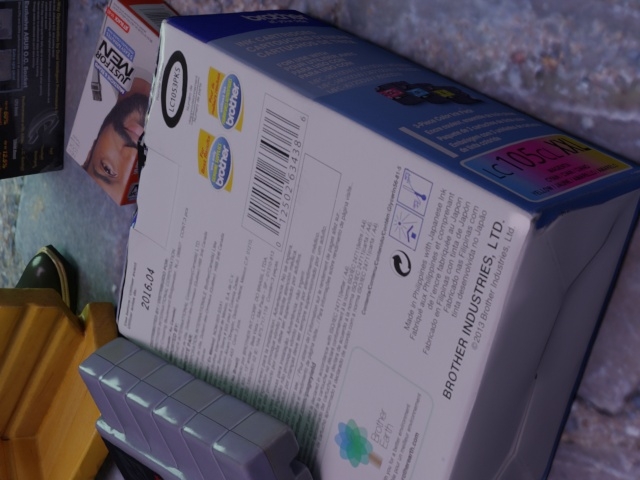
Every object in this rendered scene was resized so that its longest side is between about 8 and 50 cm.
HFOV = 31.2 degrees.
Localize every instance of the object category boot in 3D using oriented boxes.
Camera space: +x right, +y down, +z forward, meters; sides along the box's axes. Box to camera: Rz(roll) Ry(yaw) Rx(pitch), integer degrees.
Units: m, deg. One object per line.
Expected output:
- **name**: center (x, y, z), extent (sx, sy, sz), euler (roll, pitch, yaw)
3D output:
- **boot**: center (-0.340, 0.101, 1.192), extent (0.077, 0.137, 0.198), euler (41, 125, 29)

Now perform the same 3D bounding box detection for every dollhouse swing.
- **dollhouse swing**: center (-0.354, 0.259, 1.048), extent (0.315, 0.346, 0.305), euler (-57, 44, 36)

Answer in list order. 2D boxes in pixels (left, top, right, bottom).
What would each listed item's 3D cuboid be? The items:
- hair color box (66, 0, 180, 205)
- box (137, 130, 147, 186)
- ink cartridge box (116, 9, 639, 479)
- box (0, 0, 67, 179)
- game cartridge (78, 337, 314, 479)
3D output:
- **hair color box**: center (-0.166, -0.126, 1.031), extent (0.093, 0.053, 0.167), euler (42, 127, 28)
- **box**: center (-0.129, -0.085, 0.974), extent (0.018, 0.083, 0.067), euler (19, 140, 9)
- **ink cartridge box**: center (0.000, 0.000, 0.835), extent (0.395, 0.151, 0.270), euler (31, 120, 33)
- **box**: center (-0.354, -0.203, 1.061), extent (0.076, 0.242, 0.307), euler (22, 115, 38)
- **game cartridge**: center (-0.057, 0.252, 0.904), extent (0.230, 0.068, 0.355), euler (14, 134, 44)
